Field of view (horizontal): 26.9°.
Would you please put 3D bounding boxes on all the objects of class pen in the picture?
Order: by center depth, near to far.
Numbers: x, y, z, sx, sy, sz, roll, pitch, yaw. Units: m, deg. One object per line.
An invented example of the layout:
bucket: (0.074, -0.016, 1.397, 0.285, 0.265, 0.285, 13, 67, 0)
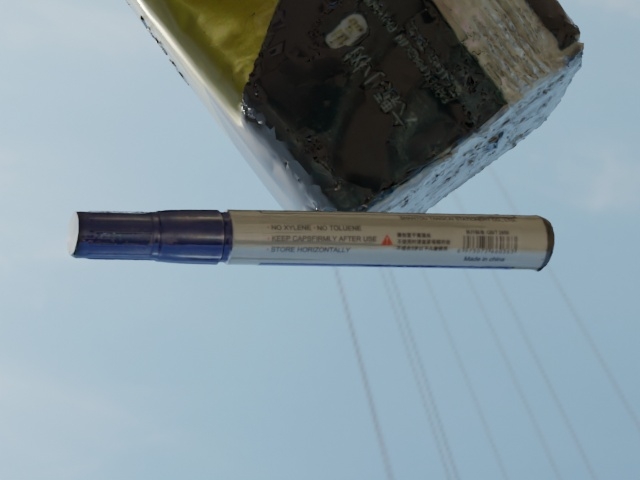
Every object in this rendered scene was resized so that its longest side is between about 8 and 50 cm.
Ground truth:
pen: (0.000, 0.000, 0.546, 0.204, 0.025, 0.025, 1, -151, -19)

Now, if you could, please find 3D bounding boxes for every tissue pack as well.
tissue pack: (-0.017, -0.215, 1.055, 0.416, 0.253, 0.264, 53, 180, 6)
